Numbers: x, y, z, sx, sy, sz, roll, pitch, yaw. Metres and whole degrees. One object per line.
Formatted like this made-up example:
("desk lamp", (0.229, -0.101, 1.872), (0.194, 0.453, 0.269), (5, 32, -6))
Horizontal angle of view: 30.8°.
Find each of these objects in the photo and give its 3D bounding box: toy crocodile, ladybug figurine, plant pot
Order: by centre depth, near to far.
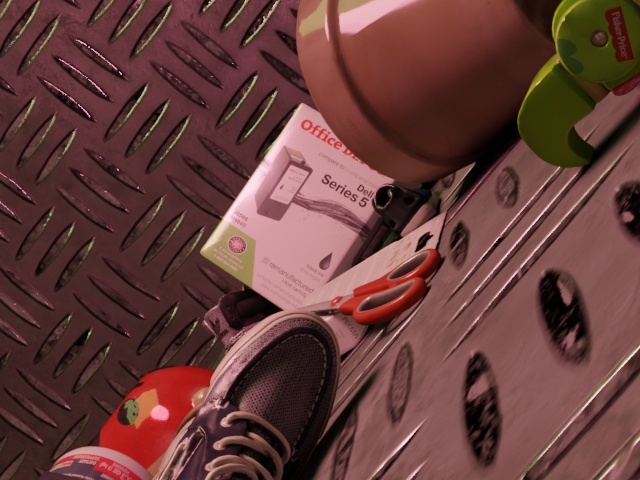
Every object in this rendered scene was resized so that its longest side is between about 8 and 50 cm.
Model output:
("toy crocodile", (0.278, -0.198, 0.898), (0.340, 0.105, 0.115), (-46, 4, 17))
("plant pot", (0.178, -0.262, 1.416), (0.280, 0.323, 0.323), (-23, 24, 49))
("ladybug figurine", (-0.279, 0.341, 1.866), (0.449, 0.162, 0.305), (-51, 2, 40))

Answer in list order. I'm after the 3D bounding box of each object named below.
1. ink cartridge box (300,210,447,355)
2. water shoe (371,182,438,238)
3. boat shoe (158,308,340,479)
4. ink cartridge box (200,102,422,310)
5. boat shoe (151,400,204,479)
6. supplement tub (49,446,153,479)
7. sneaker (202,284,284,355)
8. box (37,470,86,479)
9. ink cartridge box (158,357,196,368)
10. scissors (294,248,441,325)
("ink cartridge box", (0.067, 0.063, 1.424), (0.225, 0.056, 0.181), (-31, 10, 18))
("water shoe", (0.113, -0.052, 1.580), (0.073, 0.080, 0.203), (-51, 3, 5))
("boat shoe", (-0.067, 0.210, 1.037), (0.340, 0.127, 0.158), (-61, 12, -15))
("ink cartridge box", (-0.011, -0.034, 1.700), (0.272, 0.198, 0.115), (-57, -21, -3))
("boat shoe", (-0.139, 0.285, 1.213), (0.302, 0.113, 0.103), (-63, -3, 40))
("supplement tub", (-0.344, 0.432, 1.588), (0.191, 0.191, 0.272), (-49, 4, 34))
("sneaker", (-0.123, 0.174, 1.720), (0.101, 0.153, 0.268), (-49, 4, 46))
("box", (-0.291, 0.390, 1.299), (0.153, 0.108, 0.207), (-55, -28, -55))
("ink cartridge box", (-0.345, 0.406, 2.228), (0.307, 0.072, 0.303), (-66, -5, -67))
("scissors", (0.024, 0.075, 1.312), (0.297, 0.021, 0.109), (-23, 23, 46))
